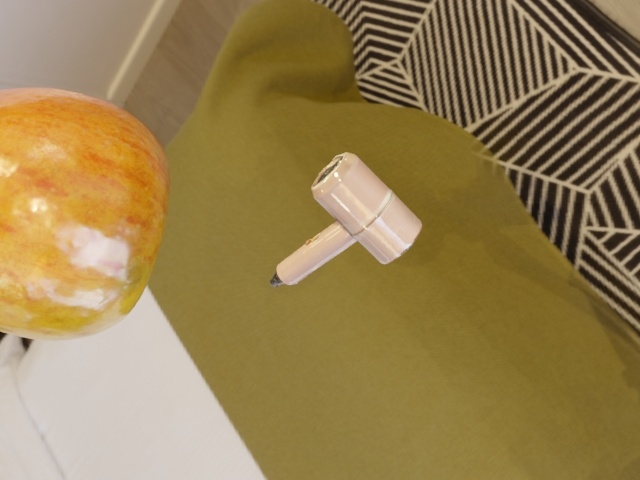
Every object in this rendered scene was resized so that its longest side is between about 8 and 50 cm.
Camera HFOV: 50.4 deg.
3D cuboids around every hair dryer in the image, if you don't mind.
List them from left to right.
[{"bbox_3d":[0.000,0.000,1.244,0.189,0.106,0.344,43,128,-13],"label":"hair dryer"}]

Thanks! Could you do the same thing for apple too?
[{"bbox_3d":[-0.323,-0.035,0.773,0.299,0.275,0.299,-45,33,39],"label":"apple"}]
